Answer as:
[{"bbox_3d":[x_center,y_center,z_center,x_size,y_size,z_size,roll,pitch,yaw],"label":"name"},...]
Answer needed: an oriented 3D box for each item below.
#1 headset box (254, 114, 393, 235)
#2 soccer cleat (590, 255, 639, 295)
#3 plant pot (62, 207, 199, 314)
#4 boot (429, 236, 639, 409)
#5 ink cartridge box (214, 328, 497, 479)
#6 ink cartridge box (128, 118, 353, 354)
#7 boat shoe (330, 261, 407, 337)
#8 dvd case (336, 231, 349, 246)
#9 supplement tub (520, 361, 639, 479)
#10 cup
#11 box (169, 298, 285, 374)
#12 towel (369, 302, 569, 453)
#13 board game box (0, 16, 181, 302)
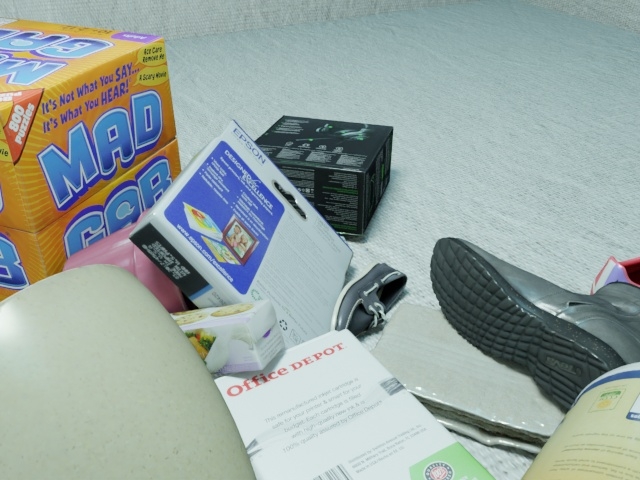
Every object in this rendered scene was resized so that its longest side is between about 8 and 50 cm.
[{"bbox_3d":[0.001,-0.144,1.237,0.246,0.131,0.283,8,30,13],"label":"headset box"},{"bbox_3d":[0.562,0.065,0.942,0.318,0.116,0.108,-6,33,-8],"label":"soccer cleat"},{"bbox_3d":[-0.256,0.059,0.899,0.180,0.201,0.201,-13,32,9],"label":"plant pot"},{"bbox_3d":[0.324,0.093,0.844,0.223,0.118,0.338,-12,39,-30],"label":"boot"},{"bbox_3d":[0.020,0.241,0.669,0.198,0.114,0.273,-18,37,-26],"label":"ink cartridge box"},{"bbox_3d":[-0.089,0.010,0.893,0.072,0.303,0.307,-34,19,26],"label":"ink cartridge box"},{"bbox_3d":[0.075,0.095,0.936,0.065,0.075,0.206,11,30,22],"label":"boat shoe"},{"bbox_3d":[0.000,0.000,1.137,0.087,0.013,0.119,-8,34,-13],"label":"dvd case"},{"bbox_3d":[0.267,0.272,0.518,0.228,0.228,0.316,26,40,34],"label":"supplement tub"},{"bbox_3d":[-0.196,0.221,0.559,0.237,0.331,0.331,34,42,14],"label":"cup"},{"bbox_3d":[-0.201,0.132,0.772,0.324,0.063,0.067,-11,13,27],"label":"box"},{"bbox_3d":[0.205,0.177,0.835,0.282,0.049,0.187,15,34,23],"label":"towel"},{"bbox_3d":[-0.481,-0.132,1.024,0.356,0.356,0.356,12,34,18],"label":"board game box"}]
